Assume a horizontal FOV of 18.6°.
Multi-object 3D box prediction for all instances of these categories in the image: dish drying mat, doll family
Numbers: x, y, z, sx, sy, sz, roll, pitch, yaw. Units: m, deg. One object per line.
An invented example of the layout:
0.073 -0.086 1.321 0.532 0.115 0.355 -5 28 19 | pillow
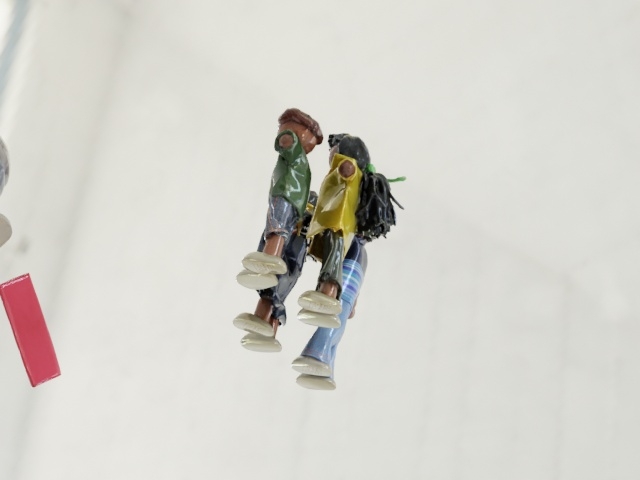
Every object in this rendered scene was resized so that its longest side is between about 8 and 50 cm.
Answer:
-0.222 0.069 1.495 0.032 0.083 0.008 -23 -173 -42 | dish drying mat
0.000 0.000 1.039 0.193 0.076 0.111 105 -2 -64 | doll family

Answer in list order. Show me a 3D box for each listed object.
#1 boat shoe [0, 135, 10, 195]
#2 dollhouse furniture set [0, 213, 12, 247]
-0.294 -0.047 0.765 0.132 0.355 0.130 20 -93 61 | boat shoe
-0.348 -0.121 1.603 0.161 0.242 0.212 -37 -133 16 | dollhouse furniture set
